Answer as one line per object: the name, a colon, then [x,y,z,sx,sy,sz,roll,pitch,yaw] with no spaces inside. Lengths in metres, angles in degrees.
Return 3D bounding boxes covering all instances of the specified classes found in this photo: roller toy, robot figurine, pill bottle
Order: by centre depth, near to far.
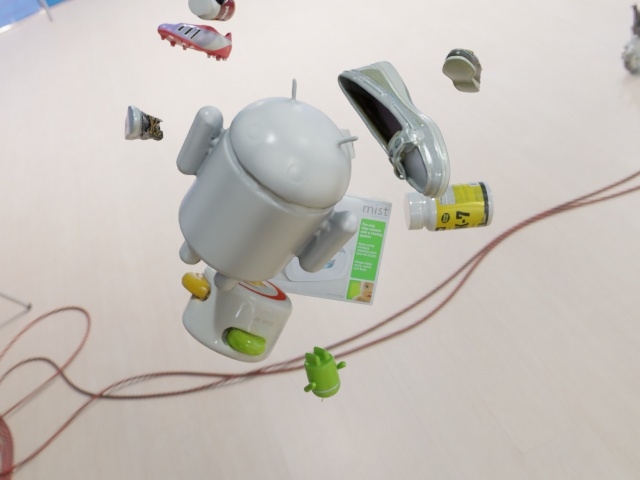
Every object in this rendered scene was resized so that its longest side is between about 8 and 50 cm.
robot figurine: [-0.087,-0.076,1.079,0.353,0.300,0.200,-49,8,34]
roller toy: [-0.160,0.131,1.360,0.209,0.191,0.146,30,98,17]
robot figurine: [0.004,0.282,1.479,0.101,0.115,0.067,-30,27,-35]
pill bottle: [0.321,-0.084,1.771,0.208,0.119,0.119,-6,37,-2]
pill bottle: [-0.306,-0.659,1.959,0.086,0.086,0.152,-3,13,21]

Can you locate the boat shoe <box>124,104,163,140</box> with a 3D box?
boat shoe: [-0.385,-0.258,1.546,0.083,0.065,0.183,-1,1,-19]

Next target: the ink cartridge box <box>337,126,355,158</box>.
ink cartridge box: [-0.007,-0.274,2.045,0.158,0.092,0.218,-16,14,-11]

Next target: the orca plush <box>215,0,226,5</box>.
orca plush: [-0.290,-0.581,1.377,0.151,0.287,0.102,-53,14,-31]

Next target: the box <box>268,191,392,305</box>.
box: [0.000,0.000,1.522,0.262,0.231,0.127,10,8,-9]

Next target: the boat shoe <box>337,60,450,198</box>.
boat shoe: [0.136,-0.204,1.300,0.103,0.118,0.320,-14,63,-21]

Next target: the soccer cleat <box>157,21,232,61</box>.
soccer cleat: [-0.362,-0.595,2.031,0.083,0.248,0.095,12,91,47]

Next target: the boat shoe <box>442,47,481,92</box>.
boat shoe: [0.349,-0.428,1.712,0.081,0.228,0.069,9,86,20]
